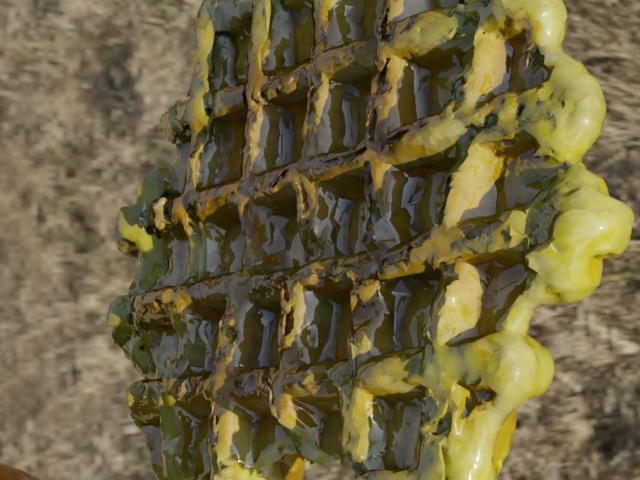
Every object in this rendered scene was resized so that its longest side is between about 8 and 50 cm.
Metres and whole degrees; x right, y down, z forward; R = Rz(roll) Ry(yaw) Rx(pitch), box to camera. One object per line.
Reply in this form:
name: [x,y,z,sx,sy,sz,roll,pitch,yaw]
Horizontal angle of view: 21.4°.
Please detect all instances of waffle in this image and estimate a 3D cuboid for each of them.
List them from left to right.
waffle: [0.002,0.000,0.626,0.291,0.051,0.291,-23,61,50]

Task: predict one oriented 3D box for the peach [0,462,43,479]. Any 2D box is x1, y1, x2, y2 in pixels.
peach: [-0.131,0.142,0.661,0.101,0.101,0.100,0,89,38]
